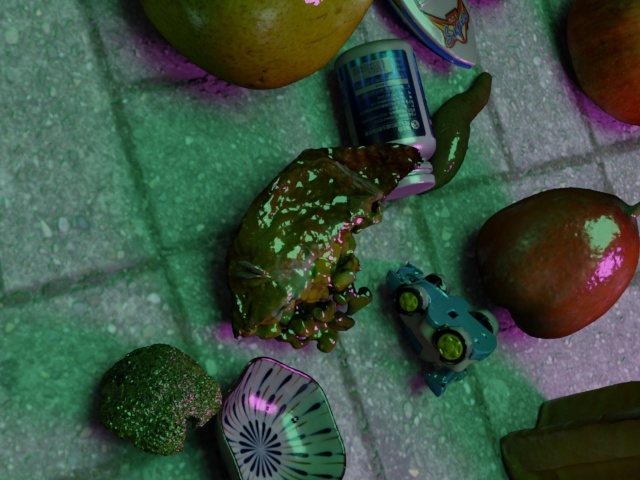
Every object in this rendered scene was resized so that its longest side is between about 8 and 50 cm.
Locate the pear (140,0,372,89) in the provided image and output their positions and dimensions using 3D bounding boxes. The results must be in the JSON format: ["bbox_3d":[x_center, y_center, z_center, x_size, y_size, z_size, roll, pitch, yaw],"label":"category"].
[{"bbox_3d":[-0.072,-0.318,1.333,0.294,0.294,0.294,12,69,-33],"label":"pear"}]

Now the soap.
[{"bbox_3d":[0.430,0.330,1.447,0.169,0.338,0.304,-33,94,-37],"label":"soap"}]

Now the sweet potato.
[{"bbox_3d":[0.190,-0.167,1.614,0.069,0.059,0.250,56,46,-34],"label":"sweet potato"}]

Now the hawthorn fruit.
[{"bbox_3d":[0.333,0.009,1.542,0.199,0.251,0.199,40,26,-24],"label":"hawthorn fruit"}]

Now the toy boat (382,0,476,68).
[{"bbox_3d":[0.134,-0.366,1.614,0.129,0.088,0.295,-38,98,-38],"label":"toy boat"}]

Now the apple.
[{"bbox_3d":[0.540,-0.331,1.799,0.277,0.250,0.309,35,60,-23],"label":"apple"}]

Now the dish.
[{"bbox_3d":[-0.059,0.227,1.288,0.190,0.066,0.191,27,49,-37],"label":"dish"}]

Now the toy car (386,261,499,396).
[{"bbox_3d":[0.138,0.111,1.478,0.161,0.098,0.126,40,22,14],"label":"toy car"}]

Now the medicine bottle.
[{"bbox_3d":[0.088,-0.154,1.501,0.107,0.107,0.192,-6,79,-37],"label":"medicine bottle"}]

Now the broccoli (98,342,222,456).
[{"bbox_3d":[-0.170,0.168,1.212,0.130,0.131,0.120,-51,146,-48],"label":"broccoli"}]

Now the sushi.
[{"bbox_3d":[-0.002,0.003,1.363,0.179,0.167,0.296,35,48,4],"label":"sushi"}]
